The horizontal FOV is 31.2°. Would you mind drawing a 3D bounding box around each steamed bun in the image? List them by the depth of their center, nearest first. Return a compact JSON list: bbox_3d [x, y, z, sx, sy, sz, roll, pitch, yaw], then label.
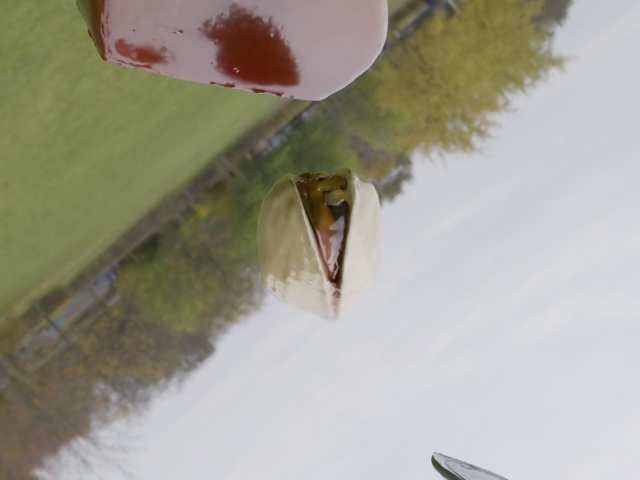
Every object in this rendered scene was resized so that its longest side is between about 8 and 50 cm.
[{"bbox_3d":[-0.100,-0.333,1.365,0.235,0.379,0.248,59,-45,50],"label":"steamed bun"}]

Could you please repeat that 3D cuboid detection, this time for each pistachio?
[{"bbox_3d":[0.000,0.000,1.331,0.157,0.157,0.229,-43,157,-25],"label":"pistachio"}]

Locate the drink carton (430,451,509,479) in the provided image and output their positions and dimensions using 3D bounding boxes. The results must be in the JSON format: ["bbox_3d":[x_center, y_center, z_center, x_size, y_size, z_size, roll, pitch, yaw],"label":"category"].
[{"bbox_3d":[0.165,0.338,1.134,0.191,0.185,0.190,30,-83,46],"label":"drink carton"}]
